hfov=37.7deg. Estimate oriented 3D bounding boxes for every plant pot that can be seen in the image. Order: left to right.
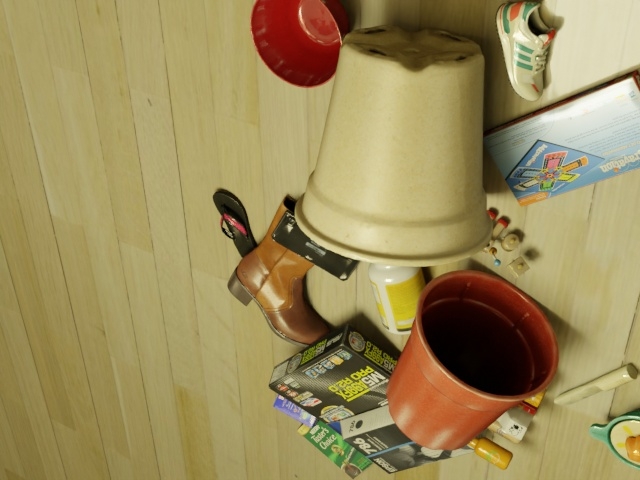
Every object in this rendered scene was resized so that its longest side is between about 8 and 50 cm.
[{"bbox_3d":[0.131,-0.170,1.507,0.333,0.334,0.305,17,120,25],"label":"plant pot"},{"bbox_3d":[0.256,0.242,1.738,0.272,0.272,0.265,35,137,9],"label":"plant pot"}]

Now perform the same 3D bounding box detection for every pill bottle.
[{"bbox_3d":[0.150,0.082,1.812,0.103,0.103,0.184,4,124,34],"label":"pill bottle"}]

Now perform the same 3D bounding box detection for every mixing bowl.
[{"bbox_3d":[-0.020,-0.362,1.596,0.181,0.098,0.181,19,131,23],"label":"mixing bowl"}]

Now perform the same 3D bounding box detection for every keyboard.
[{"bbox_3d":[0.000,0.000,1.871,0.180,0.023,0.108,30,126,-5],"label":"keyboard"}]

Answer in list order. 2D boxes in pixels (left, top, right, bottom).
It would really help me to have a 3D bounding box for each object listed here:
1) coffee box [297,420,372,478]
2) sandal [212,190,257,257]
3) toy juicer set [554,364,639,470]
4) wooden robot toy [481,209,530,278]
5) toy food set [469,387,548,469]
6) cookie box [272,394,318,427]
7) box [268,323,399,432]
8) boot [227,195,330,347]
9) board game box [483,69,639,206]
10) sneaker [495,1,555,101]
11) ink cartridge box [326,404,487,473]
[{"bbox_3d":[0.041,0.481,2.243,0.184,0.040,0.113,42,137,3],"label":"coffee box"},{"bbox_3d":[-0.184,-0.025,2.017,0.067,0.040,0.179,-4,120,38],"label":"sandal"},{"bbox_3d":[0.599,0.343,1.695,0.329,0.089,0.209,33,136,12],"label":"toy juicer set"},{"bbox_3d":[0.301,-0.001,1.683,0.173,0.076,0.079,38,172,6],"label":"wooden robot toy"},{"bbox_3d":[0.364,0.333,1.842,0.104,0.111,0.232,27,135,16],"label":"toy food set"},{"bbox_3d":[-0.043,0.370,2.186,0.107,0.040,0.092,27,95,16],"label":"cookie box"},{"bbox_3d":[0.050,0.304,2.027,0.216,0.060,0.270,37,135,-20],"label":"box"},{"bbox_3d":[-0.031,0.072,1.977,0.264,0.096,0.280,42,125,4],"label":"boot"},{"bbox_3d":[0.406,-0.155,1.497,0.281,0.027,0.145,-19,108,43],"label":"board game box"},{"bbox_3d":[0.324,-0.289,1.432,0.075,0.057,0.161,-1,119,43],"label":"sneaker"},{"bbox_3d":[0.176,0.423,2.024,0.332,0.065,0.165,-26,124,39],"label":"ink cartridge box"}]
